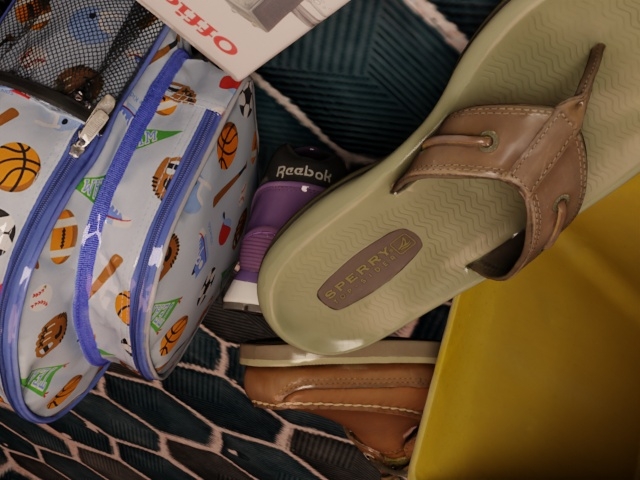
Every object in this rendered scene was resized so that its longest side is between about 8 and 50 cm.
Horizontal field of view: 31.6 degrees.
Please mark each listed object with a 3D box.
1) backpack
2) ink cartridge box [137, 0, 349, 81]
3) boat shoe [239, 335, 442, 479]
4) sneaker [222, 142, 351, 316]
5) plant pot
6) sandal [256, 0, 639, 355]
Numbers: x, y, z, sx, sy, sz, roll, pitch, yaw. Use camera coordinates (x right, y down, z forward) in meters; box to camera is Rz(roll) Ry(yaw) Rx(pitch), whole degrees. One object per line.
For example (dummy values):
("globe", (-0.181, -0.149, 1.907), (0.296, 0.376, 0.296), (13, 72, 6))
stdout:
("backpack", (-0.163, -0.014, 0.741), (0.213, 0.263, 0.276), (24, 152, 17))
("ink cartridge box", (-0.031, -0.185, 0.524), (0.158, 0.092, 0.218), (38, 153, -18))
("boat shoe", (0.076, 0.120, 0.780), (0.307, 0.104, 0.110), (8, 175, -38))
("sneaker", (0.000, 0.000, 0.823), (0.107, 0.124, 0.283), (10, 176, 1))
("plant pot", (0.209, 0.085, 0.665), (0.212, 0.212, 0.187), (-3, 152, 45))
("sandal", (0.087, -0.023, 0.589), (0.120, 0.086, 0.303), (37, 116, -18))
